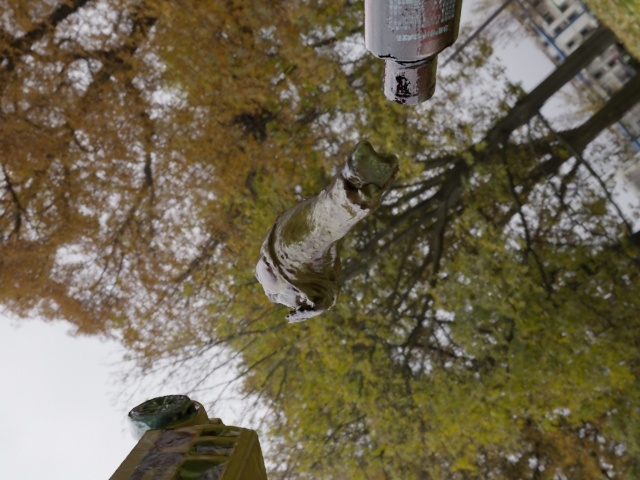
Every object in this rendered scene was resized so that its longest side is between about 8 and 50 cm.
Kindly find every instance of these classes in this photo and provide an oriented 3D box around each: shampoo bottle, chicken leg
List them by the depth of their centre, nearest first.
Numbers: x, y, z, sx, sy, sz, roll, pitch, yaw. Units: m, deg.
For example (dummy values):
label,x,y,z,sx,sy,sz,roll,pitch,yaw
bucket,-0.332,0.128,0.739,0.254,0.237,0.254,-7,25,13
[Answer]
label,x,y,z,sx,sy,sz,roll,pitch,yaw
shampoo bottle,0.111,-0.310,0.801,0.129,0.323,0.084,-15,-129,-7
chicken leg,-0.011,0.012,1.007,0.140,0.361,0.212,9,-110,-16

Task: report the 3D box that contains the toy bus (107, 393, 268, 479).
label,x,y,z,sx,sy,sz,roll,pitch,yaw
toy bus,-0.099,0.205,0.432,0.335,0.122,0.121,-58,-41,-80
